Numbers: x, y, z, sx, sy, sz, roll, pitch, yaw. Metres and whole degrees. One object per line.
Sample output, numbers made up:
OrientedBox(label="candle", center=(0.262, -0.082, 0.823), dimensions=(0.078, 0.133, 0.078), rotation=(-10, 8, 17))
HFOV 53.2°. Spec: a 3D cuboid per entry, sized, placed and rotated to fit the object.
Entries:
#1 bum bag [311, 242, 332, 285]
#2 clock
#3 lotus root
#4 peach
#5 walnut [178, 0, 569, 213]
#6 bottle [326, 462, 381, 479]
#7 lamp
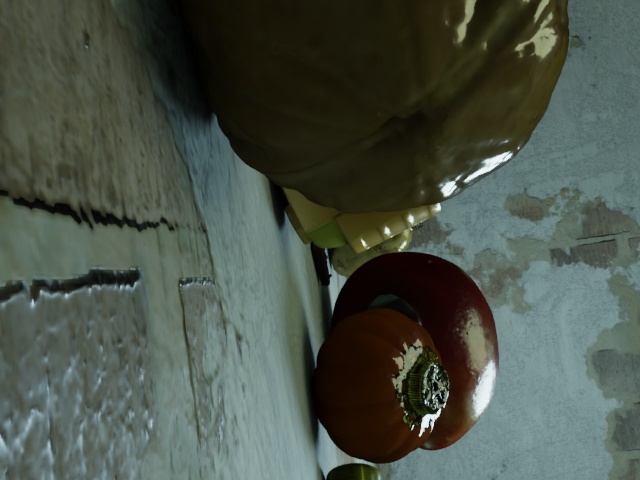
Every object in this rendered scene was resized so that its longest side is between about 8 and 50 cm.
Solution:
OrientedBox(label="bum bag", center=(0.000, 0.000, 1.263), dimensions=(0.159, 0.026, 0.109), rotation=(-93, 173, -46))
OrientedBox(label="clock", center=(0.057, -0.120, 0.919), dimensions=(0.317, 0.244, 0.200), rotation=(-93, 159, -75))
OrientedBox(label="lotus root", center=(0.133, -0.008, 1.596), dimensions=(0.146, 0.284, 0.160), rotation=(10, 58, -53))
OrientedBox(label="peach", center=(0.183, 0.206, 1.296), dimensions=(0.310, 0.335, 0.406), rotation=(41, 41, -50))
OrientedBox(label="walnut", center=(0.036, -0.188, 0.491), dimensions=(0.333, 0.332, 0.333), rotation=(-8, 90, -85))
OrientedBox(label="bottle", center=(0.053, 0.440, 0.825), dimensions=(0.286, 0.082, 0.082), rotation=(-93, 173, -46))
OrientedBox(label="lamp", center=(0.086, 0.210, 0.936), dimensions=(0.223, 0.196, 0.223), rotation=(10, 77, -48))
